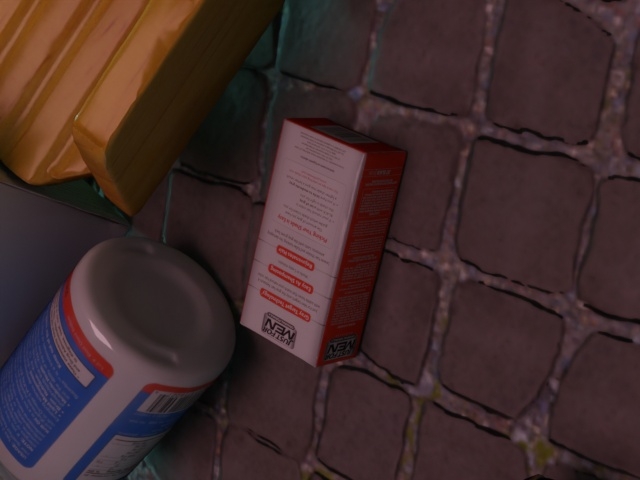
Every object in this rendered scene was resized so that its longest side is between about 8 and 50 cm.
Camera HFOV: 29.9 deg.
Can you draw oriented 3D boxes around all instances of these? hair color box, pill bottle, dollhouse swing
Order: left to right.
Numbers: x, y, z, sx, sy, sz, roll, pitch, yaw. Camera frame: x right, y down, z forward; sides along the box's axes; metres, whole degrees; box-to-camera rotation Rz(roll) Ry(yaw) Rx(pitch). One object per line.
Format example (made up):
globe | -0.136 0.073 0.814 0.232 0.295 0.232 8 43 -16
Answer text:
dollhouse swing | -0.217 -0.220 0.665 0.347 0.305 0.315 38 101 10
pill bottle | -0.166 0.108 0.861 0.221 0.124 0.124 -47 65 34
hair color box | 0.000 0.000 0.755 0.072 0.043 0.141 27 111 36

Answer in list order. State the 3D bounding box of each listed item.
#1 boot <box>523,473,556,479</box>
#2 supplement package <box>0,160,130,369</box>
boot | 0.191 0.194 0.602 0.137 0.077 0.198 -30 89 35
supplement package | -0.307 0.002 0.844 0.145 0.262 0.204 41 98 30
